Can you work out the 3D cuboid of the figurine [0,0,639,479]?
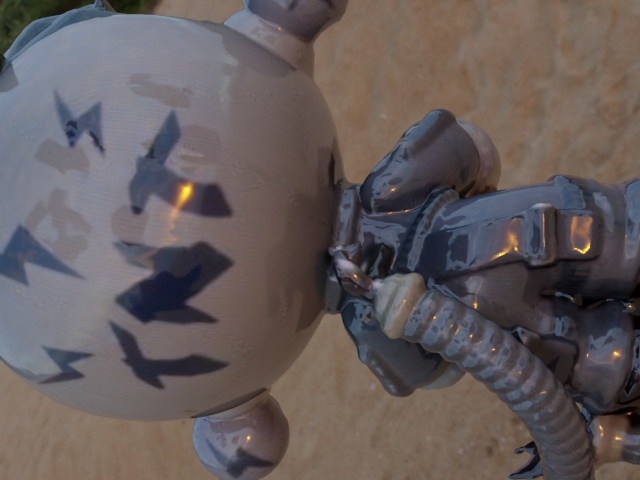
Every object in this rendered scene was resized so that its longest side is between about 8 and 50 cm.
[{"bbox_3d":[0.001,-0.004,0.455,0.186,0.382,0.261,139,139,-89],"label":"figurine"}]
